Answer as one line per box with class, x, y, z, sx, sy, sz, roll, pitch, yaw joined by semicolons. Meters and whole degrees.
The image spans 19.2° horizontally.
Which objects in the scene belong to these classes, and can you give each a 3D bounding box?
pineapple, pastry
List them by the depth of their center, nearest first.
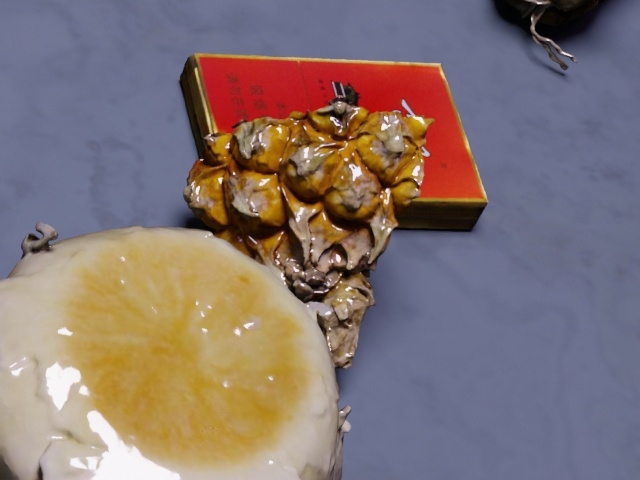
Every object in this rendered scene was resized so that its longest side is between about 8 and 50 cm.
pastry;-0.065;0.065;0.730;0.165;0.088;0.166;10;50;-13
pineapple;0.000;0.000;0.823;0.114;0.077;0.114;-6;84;12

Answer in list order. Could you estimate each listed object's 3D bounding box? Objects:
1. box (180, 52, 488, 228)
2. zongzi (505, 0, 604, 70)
box;0.006;-0.047;0.896;0.133;0.023;0.090;1;54;-21
zongzi;0.161;-0.214;0.985;0.084;0.184;0.187;29;47;3
